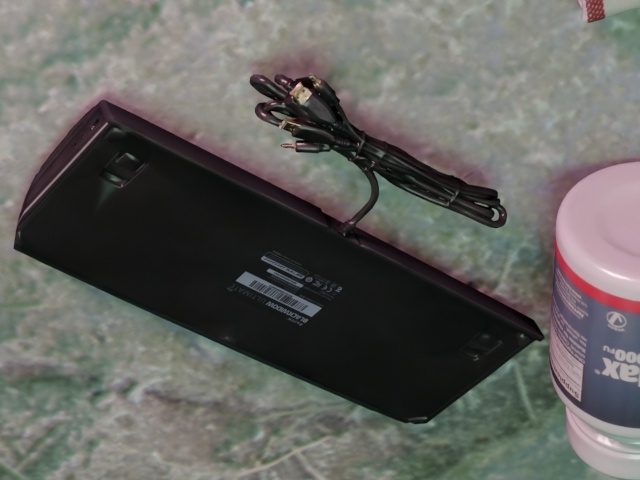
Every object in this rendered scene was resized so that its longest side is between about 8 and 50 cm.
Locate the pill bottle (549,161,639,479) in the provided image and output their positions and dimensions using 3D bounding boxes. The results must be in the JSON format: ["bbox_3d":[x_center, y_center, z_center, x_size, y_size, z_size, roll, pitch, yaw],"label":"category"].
[{"bbox_3d":[0.189,0.053,0.976,0.108,0.108,0.180,-7,133,-2],"label":"pill bottle"}]

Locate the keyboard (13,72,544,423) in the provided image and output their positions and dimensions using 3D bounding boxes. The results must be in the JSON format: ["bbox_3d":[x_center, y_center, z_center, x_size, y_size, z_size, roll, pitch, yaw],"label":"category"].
[{"bbox_3d":[0.000,0.000,0.950,0.317,0.033,0.201,26,129,-30],"label":"keyboard"}]

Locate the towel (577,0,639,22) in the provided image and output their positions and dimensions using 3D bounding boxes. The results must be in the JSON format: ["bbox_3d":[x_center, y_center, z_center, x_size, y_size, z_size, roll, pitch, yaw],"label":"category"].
[{"bbox_3d":[0.266,-0.236,0.777,0.329,0.037,0.237,-14,135,6],"label":"towel"}]
